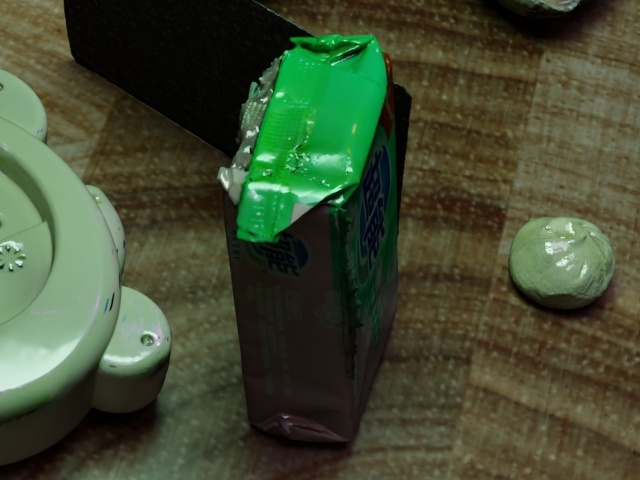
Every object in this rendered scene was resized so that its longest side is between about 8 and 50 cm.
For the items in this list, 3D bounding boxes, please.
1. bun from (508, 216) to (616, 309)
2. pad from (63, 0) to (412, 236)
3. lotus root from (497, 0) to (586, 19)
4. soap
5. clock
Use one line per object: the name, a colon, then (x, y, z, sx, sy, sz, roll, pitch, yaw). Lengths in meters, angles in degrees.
bun: (0.191, 0.012, 1.547, 0.086, 0.055, 0.086, 6, 49, -7)
pad: (-0.070, -0.128, 1.505, 0.330, 0.220, 0.004, 32, 62, 17)
lotus root: (0.123, -0.322, 1.765, 0.167, 0.078, 0.329, -32, 78, -37)
soap: (-0.003, 0.000, 1.389, 0.098, 0.273, 0.218, 6, 48, 8)
clock: (-0.275, 0.029, 1.415, 0.284, 0.114, 0.309, -24, 61, -29)
